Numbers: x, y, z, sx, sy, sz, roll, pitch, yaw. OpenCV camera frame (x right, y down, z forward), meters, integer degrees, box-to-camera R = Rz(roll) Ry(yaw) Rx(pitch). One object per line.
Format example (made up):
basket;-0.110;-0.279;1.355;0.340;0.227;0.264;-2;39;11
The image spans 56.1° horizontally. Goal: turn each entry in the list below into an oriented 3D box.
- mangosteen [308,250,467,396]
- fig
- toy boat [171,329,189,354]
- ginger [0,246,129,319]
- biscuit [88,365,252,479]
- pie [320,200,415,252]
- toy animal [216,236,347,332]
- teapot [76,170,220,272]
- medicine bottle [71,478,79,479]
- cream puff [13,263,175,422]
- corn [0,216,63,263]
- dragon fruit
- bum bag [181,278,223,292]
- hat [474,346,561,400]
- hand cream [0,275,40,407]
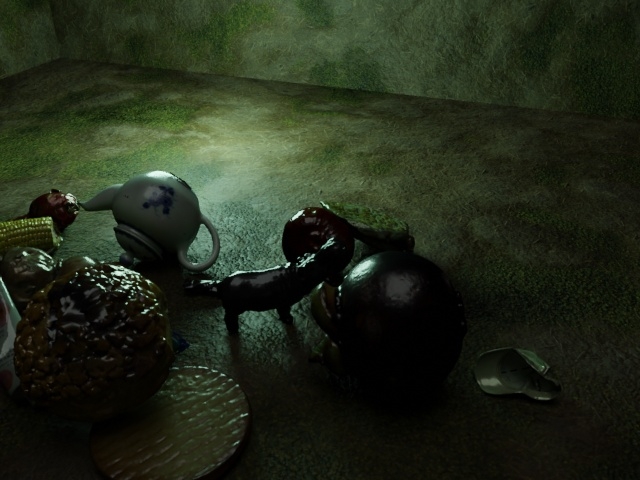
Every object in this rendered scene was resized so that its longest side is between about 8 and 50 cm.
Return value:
mangosteen;0.131;0.181;1.271;0.346;0.307;0.307;-13;30;9
fig;-0.007;0.014;1.687;0.203;0.186;0.249;25;-7;3
toy boat;-0.387;0.230;1.391;0.175;0.091;0.110;6;4;2
ginger;-0.651;0.127;1.472;0.375;0.176;0.256;-3;49;-10
biscuit;-0.291;0.367;1.190;0.317;0.040;0.318;-1;32;1
pie;0.128;-0.046;1.754;0.274;0.106;0.257;28;8;38
toy animal;-0.085;0.112;1.486;0.343;0.168;0.106;-20;32;-5
teapot;-0.479;-0.044;1.704;0.424;0.252;0.280;28;71;3
medicine bottle;-0.326;0.457;0.967;0.238;0.124;0.124;4;31;7
cream puff;-0.445;0.182;1.203;0.327;0.231;0.343;14;49;18
corn;-0.899;0.009;1.715;0.305;0.122;0.123;-13;7;-26
dragon fruit;-0.862;-0.079;1.860;0.246;0.125;0.125;-21;3;1
bum bag;-0.307;0.122;1.600;0.124;0.034;0.058;3;22;3
hat;0.423;0.295;1.308;0.166;0.081;0.122;-12;70;7
hand cream;-0.683;0.218;1.297;0.124;0.078;0.341;-34;69;-21
